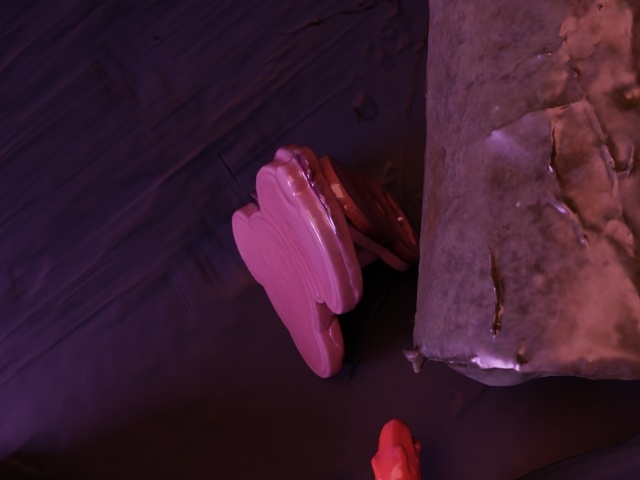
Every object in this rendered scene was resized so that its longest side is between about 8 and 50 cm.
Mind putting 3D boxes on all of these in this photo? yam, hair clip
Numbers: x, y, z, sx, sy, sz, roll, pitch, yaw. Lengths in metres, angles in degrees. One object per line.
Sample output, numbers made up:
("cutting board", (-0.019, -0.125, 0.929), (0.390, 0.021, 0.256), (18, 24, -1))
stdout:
("yam", (0.147, -0.068, 0.554), (0.195, 0.195, 0.300), (1, 76, 20))
("hair clip", (-0.009, 0.006, 0.616), (0.102, 0.138, 0.123), (-36, 74, 13))

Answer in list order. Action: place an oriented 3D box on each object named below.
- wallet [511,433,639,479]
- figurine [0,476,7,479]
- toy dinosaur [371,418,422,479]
("wallet", (0.145, 0.203, 0.468), (0.168, 0.052, 0.245), (-22, 50, 30))
("figurine", (-0.227, 0.208, 0.621), (0.173, 0.173, 0.173), (-5, 73, 18))
("toy dinosaur", (0.057, 0.222, 0.524), (0.070, 0.139, 0.286), (-16, 68, 13))
